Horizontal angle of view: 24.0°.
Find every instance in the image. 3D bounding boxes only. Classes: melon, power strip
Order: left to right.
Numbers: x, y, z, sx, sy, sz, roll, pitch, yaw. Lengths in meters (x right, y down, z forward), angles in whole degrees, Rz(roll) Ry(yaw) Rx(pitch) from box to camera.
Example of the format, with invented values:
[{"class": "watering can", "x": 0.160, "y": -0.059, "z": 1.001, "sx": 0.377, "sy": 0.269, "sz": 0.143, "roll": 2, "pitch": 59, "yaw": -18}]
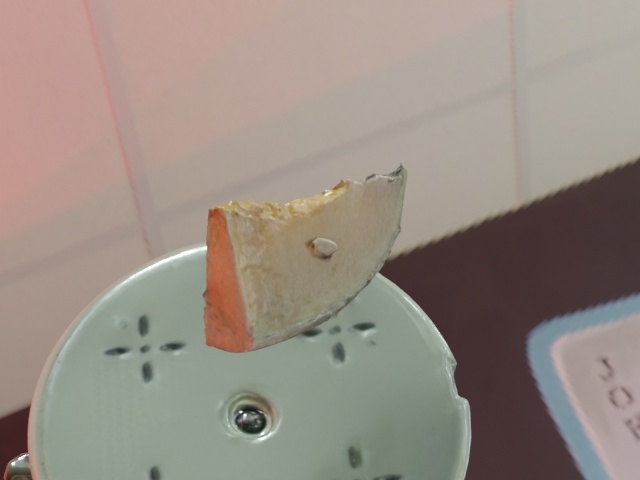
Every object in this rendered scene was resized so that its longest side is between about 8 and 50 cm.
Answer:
[{"class": "power strip", "x": -0.066, "y": 0.174, "z": 1.185, "sx": 0.357, "sy": 0.357, "sz": 0.161, "roll": -20, "pitch": -32, "yaw": -15}, {"class": "melon", "x": -0.001, "y": 0.008, "z": 0.983, "sx": 0.182, "sy": 0.054, "sz": 0.098, "roll": -15, "pitch": -73, "yaw": -44}]
